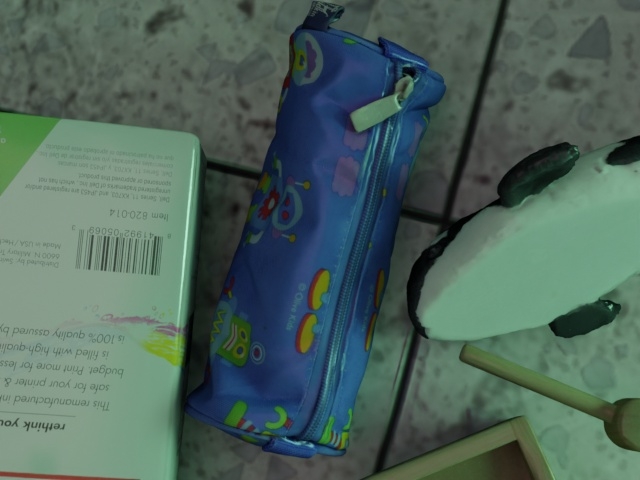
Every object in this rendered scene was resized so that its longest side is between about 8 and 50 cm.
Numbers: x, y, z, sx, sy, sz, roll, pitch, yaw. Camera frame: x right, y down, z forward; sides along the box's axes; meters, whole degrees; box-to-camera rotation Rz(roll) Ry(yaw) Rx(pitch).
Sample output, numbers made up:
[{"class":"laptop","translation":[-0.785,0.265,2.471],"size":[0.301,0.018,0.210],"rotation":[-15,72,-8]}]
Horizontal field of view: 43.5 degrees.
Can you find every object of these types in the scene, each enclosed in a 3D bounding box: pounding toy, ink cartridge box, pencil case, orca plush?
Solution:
[{"class":"pounding toy","translation":[0.127,0.161,0.539],"size":[0.205,0.094,0.181],"rotation":[-23,74,3]},{"class":"ink cartridge box","translation":[-0.201,0.095,0.586],"size":[0.207,0.119,0.354],"rotation":[6,85,-6]},{"class":"pencil case","translation":[0.000,0.000,0.565],"size":[0.119,0.133,0.306],"rotation":[16,90,-21]},{"class":"orca plush","translation":[0.176,-0.041,0.532],"size":[0.287,0.151,0.102],"rotation":[-43,32,15]}]
